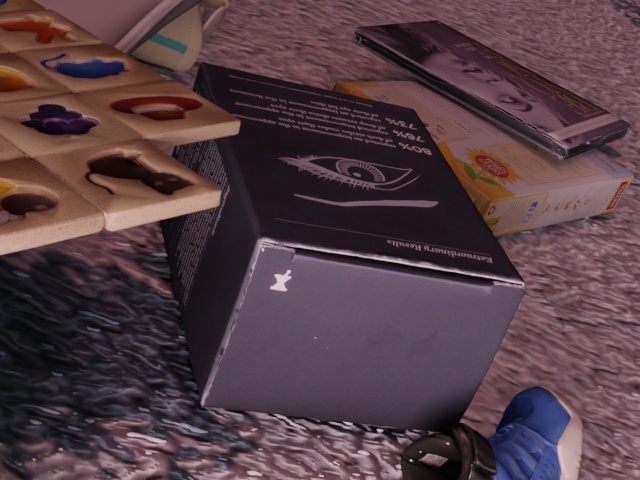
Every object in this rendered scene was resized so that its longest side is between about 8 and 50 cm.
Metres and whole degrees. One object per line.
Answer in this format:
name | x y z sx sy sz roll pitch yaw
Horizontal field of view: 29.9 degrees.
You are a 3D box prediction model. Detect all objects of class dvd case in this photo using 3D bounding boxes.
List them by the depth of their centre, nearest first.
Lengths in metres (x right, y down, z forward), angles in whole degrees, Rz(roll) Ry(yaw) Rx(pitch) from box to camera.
dvd case | 0.156 -0.142 1.077 0.221 0.018 0.164 34 27 22

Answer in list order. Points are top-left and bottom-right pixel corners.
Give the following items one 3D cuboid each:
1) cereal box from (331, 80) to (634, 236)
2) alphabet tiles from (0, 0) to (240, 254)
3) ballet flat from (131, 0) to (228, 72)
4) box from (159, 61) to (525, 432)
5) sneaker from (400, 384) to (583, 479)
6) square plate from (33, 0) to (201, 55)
cereal box | 0.137 -0.075 1.010 0.173 0.047 0.240 41 30 30
alphabet tiles | -0.216 -0.073 0.543 0.285 0.011 0.342 -15 36 -42
ballet flat | -0.116 -0.220 1.026 0.086 0.086 0.248 19 37 -10
box | 0.000 0.000 0.691 0.153 0.108 0.207 10 30 -20
sneaker | 0.087 0.112 0.626 0.084 0.058 0.152 31 33 -7
square plate | -0.253 -0.176 0.801 0.347 0.049 0.344 12 27 7
